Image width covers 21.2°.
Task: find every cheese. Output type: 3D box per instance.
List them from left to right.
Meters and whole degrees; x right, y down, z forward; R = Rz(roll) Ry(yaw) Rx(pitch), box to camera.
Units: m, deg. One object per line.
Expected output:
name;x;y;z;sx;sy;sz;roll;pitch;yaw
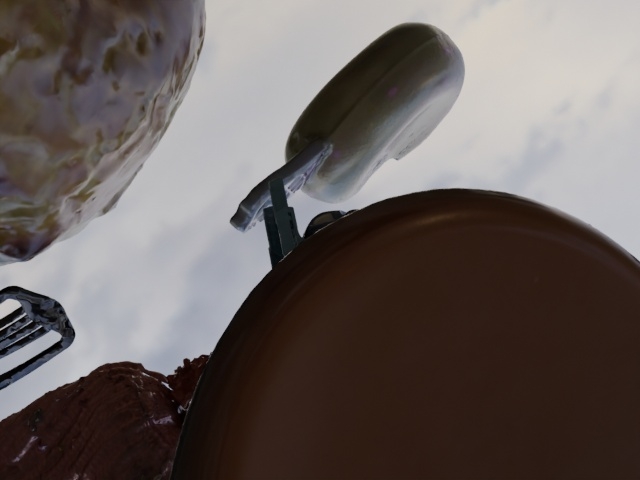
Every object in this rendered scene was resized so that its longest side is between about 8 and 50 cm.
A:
cheese;0.016;-0.086;1.444;0.286;0.082;0.163;-39;168;-40

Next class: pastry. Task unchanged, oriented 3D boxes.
pastry;-0.255;-0.166;1.214;0.313;0.388;0.388;-17;-152;20

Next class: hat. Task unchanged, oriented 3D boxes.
hat;-0.150;0.196;1.392;0.286;0.236;0.107;-42;176;20

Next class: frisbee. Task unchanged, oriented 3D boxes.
frisbee;0.062;0.104;0.632;0.251;0.251;0.021;-49;-164;-23

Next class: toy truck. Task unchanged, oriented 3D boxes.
toy truck;0.000;0.000;1.256;0.136;0.074;0.063;-103;-157;-62

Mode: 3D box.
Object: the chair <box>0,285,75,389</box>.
chair;-0.276;0.070;1.213;0.212;0.084;0.101;-34;-138;12
